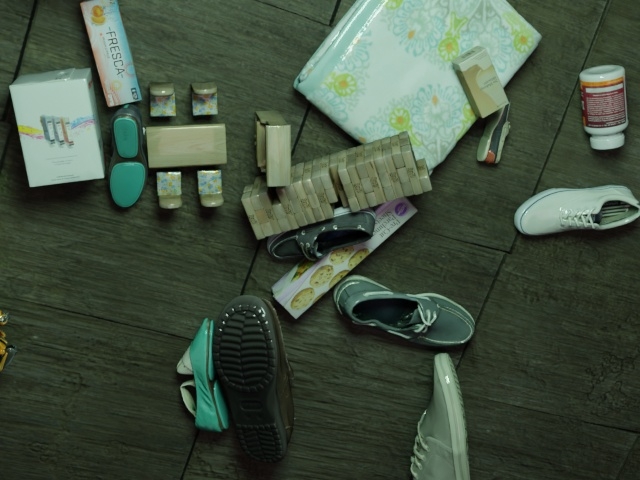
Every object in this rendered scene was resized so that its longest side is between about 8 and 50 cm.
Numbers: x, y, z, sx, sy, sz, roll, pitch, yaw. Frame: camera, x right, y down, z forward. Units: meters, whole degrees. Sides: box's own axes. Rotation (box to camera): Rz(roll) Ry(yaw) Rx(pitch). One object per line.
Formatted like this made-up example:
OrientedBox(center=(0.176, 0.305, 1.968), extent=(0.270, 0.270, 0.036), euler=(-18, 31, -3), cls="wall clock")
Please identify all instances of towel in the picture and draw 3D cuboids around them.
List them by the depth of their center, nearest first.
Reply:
OrientedBox(center=(0.182, -0.330, 1.595), extent=(0.321, 0.090, 0.374), euler=(37, 99, -20), cls="towel")

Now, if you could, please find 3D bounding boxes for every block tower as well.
OrientedBox(center=(0.029, -0.103, 1.598), extent=(0.336, 0.091, 0.097), euler=(-15, 118, 11), cls="block tower")

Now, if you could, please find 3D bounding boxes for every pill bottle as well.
OrientedBox(center=(0.554, -0.259, 1.697), extent=(0.086, 0.086, 0.151), euler=(-14, 111, -6), cls="pill bottle")

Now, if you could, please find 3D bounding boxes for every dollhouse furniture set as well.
OrientedBox(center=(-0.183, -0.164, 1.540), extent=(0.242, 0.161, 0.212), euler=(-4, 110, -10), cls="dollhouse furniture set")

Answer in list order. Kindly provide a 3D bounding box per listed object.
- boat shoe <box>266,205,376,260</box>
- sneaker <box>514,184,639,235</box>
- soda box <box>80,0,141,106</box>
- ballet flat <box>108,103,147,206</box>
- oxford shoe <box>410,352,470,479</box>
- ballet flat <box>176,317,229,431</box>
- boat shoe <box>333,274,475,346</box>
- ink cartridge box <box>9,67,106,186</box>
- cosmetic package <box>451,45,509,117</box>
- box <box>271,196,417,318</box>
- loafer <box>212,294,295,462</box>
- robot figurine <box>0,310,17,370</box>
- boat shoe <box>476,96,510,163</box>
OrientedBox(center=(0.000, 0.000, 1.642), extent=(0.229, 0.076, 0.080), euler=(-15, 136, 18), cls="boat shoe")
OrientedBox(center=(0.524, -0.060, 1.759), extent=(0.258, 0.091, 0.094), euler=(-14, 112, -7), cls="sneaker")
OrientedBox(center=(-0.360, -0.328, 1.501), extent=(0.063, 0.058, 0.183), euler=(-13, 112, -7), cls="soda box")
OrientedBox(center=(-0.343, -0.156, 1.554), extent=(0.074, 0.074, 0.203), euler=(0, 131, -12), cls="ballet flat")
OrientedBox(center=(0.255, 0.452, 1.862), extent=(0.130, 0.169, 0.449), euler=(-2, 112, 10), cls="oxford shoe")
OrientedBox(center=(-0.241, 0.274, 1.733), extent=(0.087, 0.083, 0.247), euler=(-4, 109, 5), cls="ballet flat")
OrientedBox(center=(0.180, 0.160, 1.764), extent=(0.320, 0.099, 0.116), euler=(19, 104, -17), cls="boat shoe")
OrientedBox(center=(-0.446, -0.198, 1.493), extent=(0.128, 0.128, 0.176), euler=(-7, 110, -9), cls="ink cartridge box")
OrientedBox(center=(0.288, -0.286, 1.569), extent=(0.060, 0.041, 0.115), euler=(-32, 115, 0), cls="cosmetic package")
OrientedBox(center=(0.043, 0.019, 1.705), extent=(0.324, 0.063, 0.067), euler=(-41, 114, 5), cls="box")
OrientedBox(center=(-0.124, 0.262, 1.736), extent=(0.134, 0.130, 0.365), euler=(4, 114, 17), cls="loafer")
OrientedBox(center=(-0.691, 0.193, 1.538), extent=(0.291, 0.085, 0.211), euler=(-22, 111, -2), cls="robot figurine")
OrientedBox(center=(0.345, -0.215, 1.691), extent=(0.043, 0.049, 0.137), euler=(8, 110, -18), cls="boat shoe")
